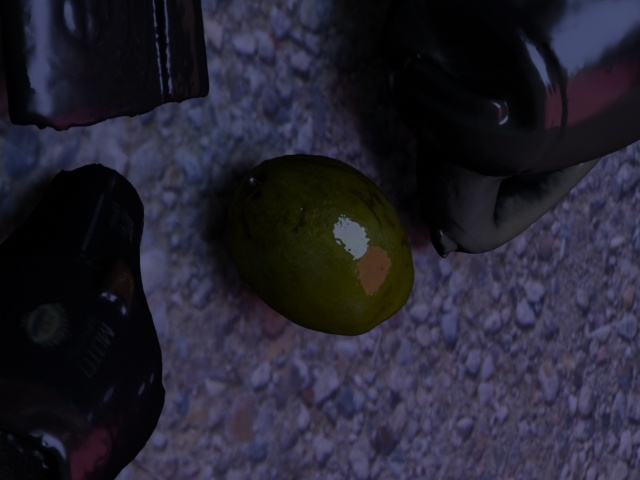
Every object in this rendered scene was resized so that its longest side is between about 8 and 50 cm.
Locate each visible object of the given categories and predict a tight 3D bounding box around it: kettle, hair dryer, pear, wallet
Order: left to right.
[{"bbox_3d":[-0.211,-0.038,0.811,0.359,0.120,0.304,41,21,-18],"label":"hair dryer"},{"bbox_3d":[-0.121,-0.225,0.948,0.170,0.044,0.321,-19,107,-59],"label":"wallet"},{"bbox_3d":[0.000,0.000,1.083,0.131,0.107,0.107,49,56,-26],"label":"pear"},{"bbox_3d":[0.167,-0.135,1.220,0.324,0.228,0.321,-38,152,-37],"label":"kettle"}]
